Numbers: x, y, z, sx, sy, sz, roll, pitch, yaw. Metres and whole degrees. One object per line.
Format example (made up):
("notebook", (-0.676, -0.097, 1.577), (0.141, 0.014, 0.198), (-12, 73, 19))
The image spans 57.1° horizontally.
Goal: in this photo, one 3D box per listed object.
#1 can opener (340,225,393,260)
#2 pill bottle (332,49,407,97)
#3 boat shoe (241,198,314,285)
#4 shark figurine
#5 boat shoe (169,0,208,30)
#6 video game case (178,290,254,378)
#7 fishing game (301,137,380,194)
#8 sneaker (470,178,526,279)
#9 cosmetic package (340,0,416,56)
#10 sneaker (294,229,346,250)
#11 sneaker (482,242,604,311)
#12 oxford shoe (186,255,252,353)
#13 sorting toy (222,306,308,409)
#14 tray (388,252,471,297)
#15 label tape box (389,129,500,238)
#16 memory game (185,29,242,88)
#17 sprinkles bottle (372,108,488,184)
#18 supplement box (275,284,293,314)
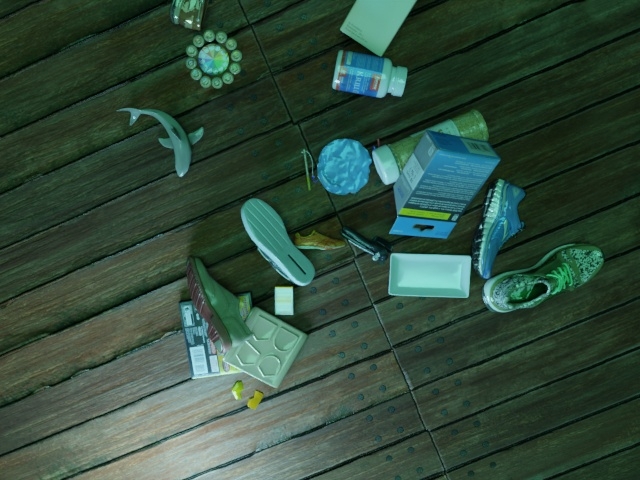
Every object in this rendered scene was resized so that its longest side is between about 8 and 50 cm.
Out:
("can opener", (0.148, 0.010, 1.962), (0.186, 0.073, 0.059), (25, 136, 0))
("pill bottle", (0.154, -0.518, 1.845), (0.222, 0.124, 0.124), (10, 98, 0))
("boat shoe", (-0.158, 0.019, 1.921), (0.121, 0.119, 0.335), (-39, 99, -30))
("shark figurine", (-0.494, -0.357, 1.879), (0.166, 0.116, 0.278), (-44, 97, 4))
("boat shoe", (-0.355, -0.807, 1.819), (0.120, 0.122, 0.324), (25, 105, -8))
("video game case", (-0.339, 0.324, 2.011), (0.248, 0.035, 0.274), (-8, 97, 2))
("fishing game", (0.079, -0.241, 1.929), (0.264, 0.041, 0.189), (-13, 105, -4))
("sneaker", (0.588, -0.027, 1.911), (0.147, 0.130, 0.330), (15, 98, 1))
("cosmetic package", (0.208, -0.736, 1.774), (0.160, 0.113, 0.309), (31, 118, -4))
("sneaker", (0.000, 0.000, 1.951), (0.175, 0.064, 0.067), (4, 88, -3))
("sneaker", (0.743, 0.140, 1.906), (0.410, 0.182, 0.158), (-25, 97, 3))
("oxford shoe", (-0.339, 0.197, 1.935), (0.130, 0.123, 0.348), (-18, 71, -28))
("sorting toy", (-0.210, 0.401, 1.985), (0.229, 0.041, 0.307), (31, 88, -18))
("tray", (0.366, 0.115, 1.981), (0.270, 0.030, 0.145), (2, 99, 0))
("label tape box", (0.365, -0.167, 1.840), (0.241, 0.106, 0.333), (5, 133, -27))
("memory game", (-0.344, -0.584, 1.895), (0.186, 0.012, 0.186), (0, 98, 1))
("sprinkles bottle", (0.347, -0.298, 1.868), (0.355, 0.121, 0.121), (-23, 97, 0))
("supplement box", (-0.122, 0.200, 1.991), (0.062, 0.036, 0.098), (1, 98, 0))
